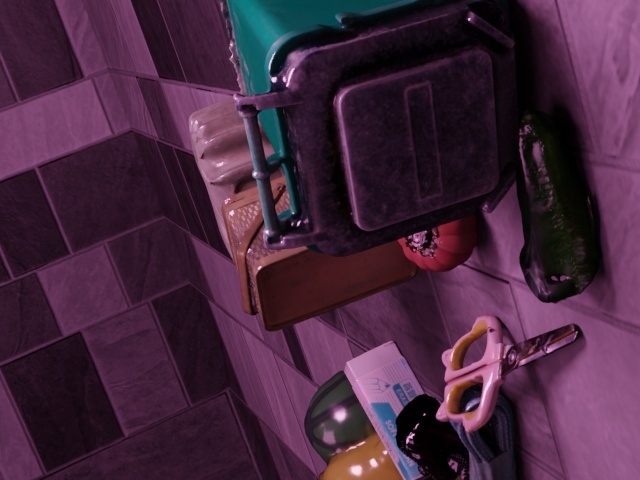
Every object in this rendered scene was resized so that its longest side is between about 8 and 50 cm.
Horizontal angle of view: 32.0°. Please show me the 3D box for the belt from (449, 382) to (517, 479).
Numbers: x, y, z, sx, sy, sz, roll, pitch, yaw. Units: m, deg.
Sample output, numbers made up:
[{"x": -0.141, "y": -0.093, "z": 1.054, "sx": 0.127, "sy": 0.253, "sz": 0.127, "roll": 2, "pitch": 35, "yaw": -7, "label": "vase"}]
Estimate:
[{"x": 0.234, "y": 0.322, "z": 1.584, "sx": 0.072, "sy": 0.087, "sz": 0.302, "roll": 42, "pitch": 151, "yaw": 53, "label": "belt"}]

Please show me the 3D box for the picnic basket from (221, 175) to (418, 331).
[{"x": 0.000, "y": 0.000, "z": 1.572, "sx": 0.165, "sy": 0.267, "sz": 0.139, "roll": 83, "pitch": 163, "yaw": -51, "label": "picnic basket"}]

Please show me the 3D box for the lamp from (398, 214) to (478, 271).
[{"x": 0.145, "y": -0.014, "z": 1.391, "sx": 0.107, "sy": 0.092, "sz": 0.107, "roll": 10, "pitch": 105, "yaw": 37, "label": "lamp"}]

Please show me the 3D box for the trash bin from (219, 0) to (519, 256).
[{"x": 0.020, "y": -0.174, "z": 1.244, "sx": 0.381, "sy": 0.295, "sz": 0.259, "roll": -126, "pitch": 21, "yaw": -56, "label": "trash bin"}]

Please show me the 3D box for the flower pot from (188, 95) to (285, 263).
[{"x": -0.117, "y": -0.069, "z": 2.024, "sx": 0.254, "sy": 0.165, "sz": 0.367, "roll": -135, "pitch": 26, "yaw": -65, "label": "flower pot"}]

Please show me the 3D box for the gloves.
[{"x": 0.203, "y": 0.330, "z": 1.724, "sx": 0.181, "sy": 0.106, "sz": 0.129, "roll": 40, "pitch": 170, "yaw": -12, "label": "gloves"}]

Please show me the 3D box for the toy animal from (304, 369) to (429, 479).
[{"x": 0.085, "y": 0.388, "z": 1.965, "sx": 0.338, "sy": 0.191, "sz": 0.216, "roll": 59, "pitch": 163, "yaw": 26, "label": "toy animal"}]

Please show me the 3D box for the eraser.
[{"x": 0.132, "y": 0.285, "z": 1.843, "sx": 0.225, "sy": 0.096, "sz": 0.052, "roll": 60, "pitch": 163, "yaw": 20, "label": "eraser"}]

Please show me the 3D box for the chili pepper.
[{"x": 0.229, "y": -0.037, "z": 1.146, "sx": 0.108, "sy": 0.062, "sz": 0.216, "roll": 42, "pitch": 149, "yaw": 55, "label": "chili pepper"}]

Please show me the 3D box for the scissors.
[{"x": 0.225, "y": 0.149, "z": 1.385, "sx": 0.317, "sy": 0.024, "sz": 0.160, "roll": 139, "pitch": 144, "yaw": -60, "label": "scissors"}]
